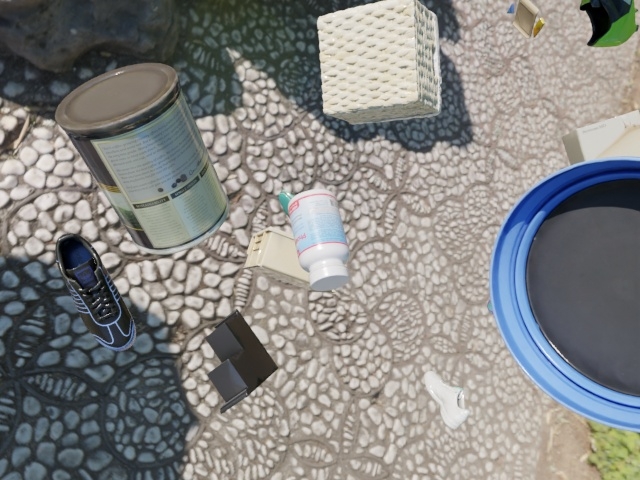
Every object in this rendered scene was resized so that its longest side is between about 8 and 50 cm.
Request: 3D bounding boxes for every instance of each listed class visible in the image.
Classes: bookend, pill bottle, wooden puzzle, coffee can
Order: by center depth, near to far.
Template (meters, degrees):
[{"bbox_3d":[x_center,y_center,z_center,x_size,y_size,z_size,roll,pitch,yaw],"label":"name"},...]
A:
[{"bbox_3d":[0.000,0.000,0.879,0.087,0.087,0.160,8,57,-35],"label":"pill bottle"},{"bbox_3d":[-0.299,-0.139,0.922,0.201,0.202,0.275,-49,142,-31],"label":"coffee can"},{"bbox_3d":[-0.181,0.236,1.044,0.156,0.072,0.157,54,17,5],"label":"bookend"},{"bbox_3d":[0.469,-0.508,1.186,0.014,0.078,0.116,-19,65,-10],"label":"wooden puzzle"}]

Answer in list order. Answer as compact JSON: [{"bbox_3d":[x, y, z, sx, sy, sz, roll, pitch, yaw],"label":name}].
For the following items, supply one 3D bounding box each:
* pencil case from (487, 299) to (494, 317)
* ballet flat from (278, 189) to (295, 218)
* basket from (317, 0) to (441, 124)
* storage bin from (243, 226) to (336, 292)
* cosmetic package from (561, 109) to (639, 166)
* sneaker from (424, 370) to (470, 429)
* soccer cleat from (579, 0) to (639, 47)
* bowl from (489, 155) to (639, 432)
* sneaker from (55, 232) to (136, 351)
[{"bbox_3d":[0.626,0.204,1.736,0.065,0.151,0.070,7,63,-19],"label":"pencil case"},{"bbox_3d":[-0.041,-0.064,1.677,0.087,0.083,0.247,-32,90,-31],"label":"ballet flat"},{"bbox_3d":[0.192,-0.550,1.639,0.266,0.332,0.328,-20,107,-65],"label":"basket"},{"bbox_3d":[-0.089,0.069,1.664,0.263,0.260,0.123,20,79,-17],"label":"storage bin"},{"bbox_3d":[0.750,-0.151,1.320,0.160,0.113,0.309,-18,90,8],"label":"cosmetic package"},{"bbox_3d":[0.405,0.482,1.637,0.080,0.094,0.212,25,24,-32],"label":"sneaker"},{"bbox_3d":[0.403,-0.364,0.731,0.073,0.060,0.178,-15,104,-9],"label":"soccer cleat"},{"bbox_3d":[0.435,0.074,0.760,0.077,0.391,0.390,-7,87,-37],"label":"bowl"},{"bbox_3d":[-0.403,0.093,0.921,0.081,0.090,0.232,-30,88,-20],"label":"sneaker"}]
